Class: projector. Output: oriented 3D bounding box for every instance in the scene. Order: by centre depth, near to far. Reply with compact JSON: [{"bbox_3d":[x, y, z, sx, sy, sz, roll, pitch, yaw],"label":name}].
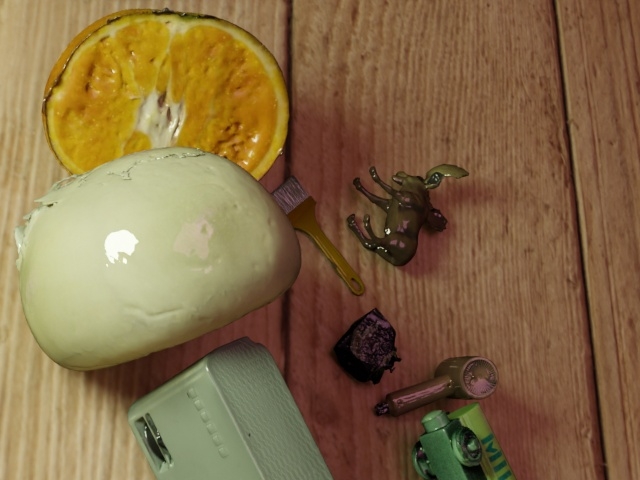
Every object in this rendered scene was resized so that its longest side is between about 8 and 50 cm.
[{"bbox_3d":[-0.103,0.266,1.704,0.108,0.198,0.250,-22,80,-44],"label":"projector"}]

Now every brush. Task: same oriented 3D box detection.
[{"bbox_3d":[0.000,0.000,2.087,0.205,0.011,0.083,52,43,-2],"label":"brush"}]

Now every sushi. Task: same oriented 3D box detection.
[{"bbox_3d":[0.071,0.159,2.014,0.084,0.056,0.083,49,44,-3],"label":"sushi"}]

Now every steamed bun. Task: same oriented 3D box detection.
[{"bbox_3d":[-0.195,0.003,1.696,0.334,0.312,0.233,-30,99,-52],"label":"steamed bun"}]

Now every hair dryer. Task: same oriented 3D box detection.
[{"bbox_3d":[0.157,0.217,2.036,0.182,0.117,0.064,-16,90,-20],"label":"hair dryer"}]

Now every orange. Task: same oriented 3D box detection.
[{"bbox_3d":[-0.200,-0.177,1.862,0.310,0.274,0.274,6,54,4],"label":"orange"}]

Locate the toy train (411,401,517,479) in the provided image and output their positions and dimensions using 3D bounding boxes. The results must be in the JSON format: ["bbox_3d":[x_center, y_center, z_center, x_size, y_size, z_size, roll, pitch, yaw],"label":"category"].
[{"bbox_3d":[0.227,0.345,1.993,0.157,0.105,0.253,-25,89,-56],"label":"toy train"}]

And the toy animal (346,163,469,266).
[{"bbox_3d":[0.136,-0.049,2.184,0.186,0.094,0.214,24,58,-21],"label":"toy animal"}]
